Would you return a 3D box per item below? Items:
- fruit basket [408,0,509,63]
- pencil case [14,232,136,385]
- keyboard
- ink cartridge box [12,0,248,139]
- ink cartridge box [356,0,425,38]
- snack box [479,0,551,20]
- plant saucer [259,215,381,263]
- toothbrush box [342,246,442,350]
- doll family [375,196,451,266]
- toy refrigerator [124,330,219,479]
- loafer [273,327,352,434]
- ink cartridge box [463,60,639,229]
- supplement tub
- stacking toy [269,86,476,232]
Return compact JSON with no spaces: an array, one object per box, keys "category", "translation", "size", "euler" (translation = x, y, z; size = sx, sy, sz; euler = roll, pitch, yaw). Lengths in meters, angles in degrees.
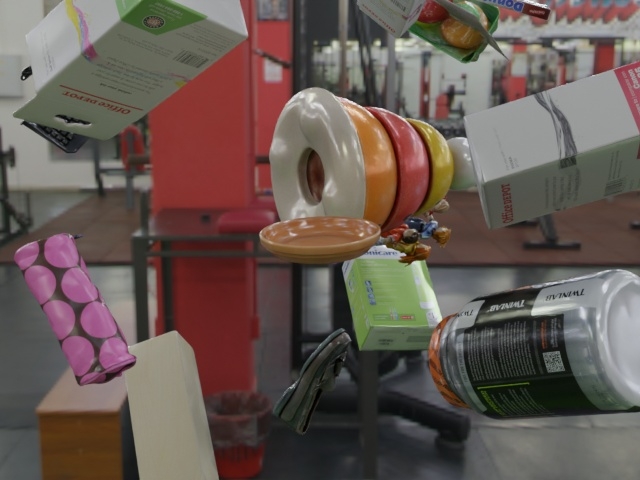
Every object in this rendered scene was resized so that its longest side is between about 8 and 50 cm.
[{"category":"fruit basket","translation":[0.293,-0.567,2.076],"size":[0.327,0.165,0.353],"euler":[37,5,24]},{"category":"pencil case","translation":[-0.319,0.093,1.141],"size":[0.095,0.209,0.098],"euler":[-24,-15,-20]},{"category":"keyboard","translation":[-0.500,-0.331,1.766],"size":[0.201,0.033,0.317],"euler":[33,53,-5]},{"category":"ink cartridge box","translation":[-0.313,-0.303,1.361],"size":[0.353,0.119,0.207],"euler":[-28,-23,31]},{"category":"ink cartridge box","translation":[0.111,-0.372,1.299],"size":[0.088,0.052,0.122],"euler":[41,-17,5]},{"category":"snack box","translation":[0.302,-0.411,1.474],"size":[0.178,0.022,0.064],"euler":[17,22,4]},{"category":"plant saucer","translation":[0.000,0.000,1.422],"size":[0.199,0.037,0.200],"euler":[-3,15,1]},{"category":"toothbrush box","translation":[0.191,0.150,2.340],"size":[0.206,0.122,0.283],"euler":[1,51,-16]},{"category":"doll family","translation":[0.220,-0.022,2.069],"size":[0.163,0.118,0.263],"euler":[18,36,27]},{"category":"toy refrigerator","translation":[-0.244,0.296,1.415],"size":[0.102,0.270,0.094],"euler":[-20,-33,4]},{"category":"loafer","translation":[0.000,0.295,1.794],"size":[0.084,0.268,0.096],"euler":[45,32,19]},{"category":"ink cartridge box","translation":[0.363,-0.134,1.269],"size":[0.282,0.117,0.207],"euler":[-16,-22,9]},{"category":"supplement tub","translation":[0.320,0.160,1.254],"size":[0.193,0.194,0.316],"euler":[-9,-5,-42]},{"category":"stacking toy","translation":[0.164,-0.152,1.822],"size":[0.479,0.351,0.350],"euler":[-8,14,-27]}]
